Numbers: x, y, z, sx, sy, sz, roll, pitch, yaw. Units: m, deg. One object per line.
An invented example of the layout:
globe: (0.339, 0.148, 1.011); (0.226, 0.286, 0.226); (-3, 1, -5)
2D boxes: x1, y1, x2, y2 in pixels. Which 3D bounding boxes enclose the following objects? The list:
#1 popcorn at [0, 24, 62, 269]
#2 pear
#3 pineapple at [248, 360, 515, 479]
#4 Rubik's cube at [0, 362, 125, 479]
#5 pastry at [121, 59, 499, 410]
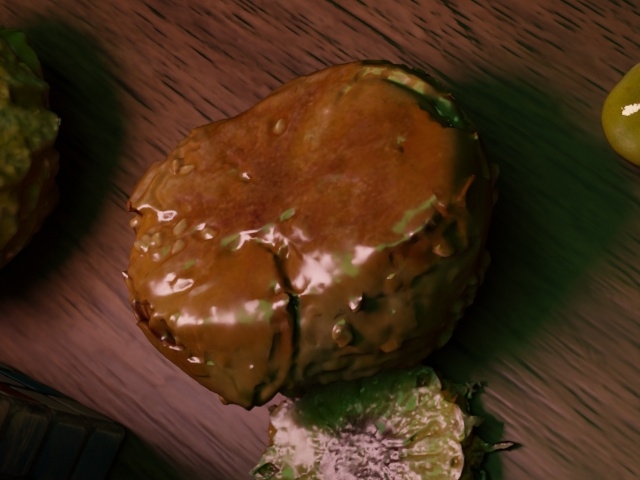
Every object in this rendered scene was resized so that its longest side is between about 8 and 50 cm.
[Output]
popcorn: (-0.366, -0.071, 1.400); (0.282, 0.247, 0.282); (-13, 69, 37)
pear: (0.262, -0.098, 1.202); (0.092, 0.097, 0.092); (2, 75, -8)
pineapple: (0.043, 0.175, 1.256); (0.221, 0.047, 0.221); (-7, 73, 23)
Rubik's cube: (-0.363, 0.210, 1.317); (0.253, 0.256, 0.259); (23, 88, 26)
pastry: (0.000, 0.000, 1.257); (0.311, 0.162, 0.255); (-20, 59, 15)
